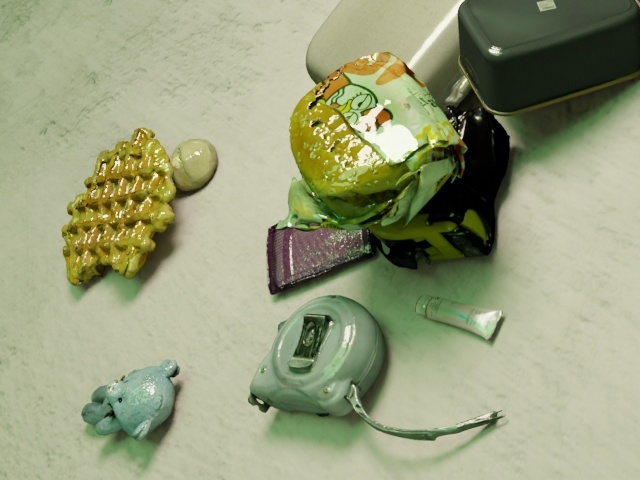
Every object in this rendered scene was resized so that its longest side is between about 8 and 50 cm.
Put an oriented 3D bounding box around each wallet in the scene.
[{"bbox_3d":[-0.001,-0.001,1.573,0.165,0.030,0.111,-23,46,27],"label":"wallet"}]

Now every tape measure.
[{"bbox_3d":[0.062,0.140,1.371,0.330,0.084,0.164,-3,63,43],"label":"tape measure"},{"bbox_3d":[0.126,-0.062,1.448,0.186,0.112,0.199,-10,53,40],"label":"tape measure"}]

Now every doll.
[{"bbox_3d":[-0.269,0.212,1.620,0.179,0.075,0.120,-3,55,40],"label":"doll"}]

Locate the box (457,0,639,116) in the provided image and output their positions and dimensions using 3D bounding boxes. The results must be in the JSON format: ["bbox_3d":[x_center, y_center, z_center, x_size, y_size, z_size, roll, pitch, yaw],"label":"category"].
[{"bbox_3d":[0.268,-0.241,1.409,0.200,0.090,0.144,-16,45,-3],"label":"box"}]

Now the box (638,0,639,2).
[{"bbox_3d":[0.471,-0.428,1.384,0.341,0.143,0.225,-35,43,16],"label":"box"}]

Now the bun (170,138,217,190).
[{"bbox_3d":[-0.198,-0.121,1.822,0.086,0.055,0.086,-25,46,29],"label":"bun"}]

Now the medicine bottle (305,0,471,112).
[{"bbox_3d":[0.157,-0.315,1.596,0.375,0.123,0.282,-50,39,2],"label":"medicine bottle"}]

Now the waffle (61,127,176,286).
[{"bbox_3d":[-0.312,-0.038,1.841,0.291,0.051,0.291,-27,51,38],"label":"waffle"}]

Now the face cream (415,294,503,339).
[{"bbox_3d":[0.157,0.085,1.375,0.115,0.020,0.038,13,69,45],"label":"face cream"}]

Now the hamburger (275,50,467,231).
[{"bbox_3d":[0.040,-0.095,1.368,0.235,0.125,0.214,-24,41,5],"label":"hamburger"}]
